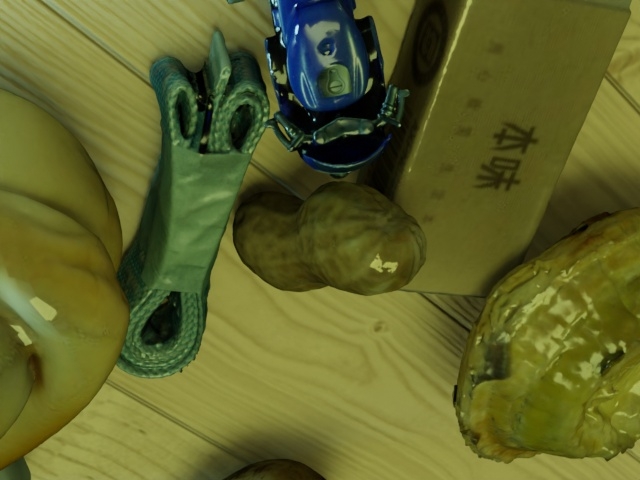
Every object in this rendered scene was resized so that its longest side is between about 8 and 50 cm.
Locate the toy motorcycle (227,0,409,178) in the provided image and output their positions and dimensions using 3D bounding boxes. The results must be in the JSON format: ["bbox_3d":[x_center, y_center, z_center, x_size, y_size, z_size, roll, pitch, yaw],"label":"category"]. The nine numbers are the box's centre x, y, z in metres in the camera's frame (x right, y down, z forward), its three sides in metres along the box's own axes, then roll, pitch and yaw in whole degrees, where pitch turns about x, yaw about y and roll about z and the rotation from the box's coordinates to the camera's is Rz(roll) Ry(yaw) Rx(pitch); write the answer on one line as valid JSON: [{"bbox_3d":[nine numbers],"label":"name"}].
[{"bbox_3d":[-0.003,-0.154,0.809,0.113,0.169,0.315,-14,128,-3],"label":"toy motorcycle"}]

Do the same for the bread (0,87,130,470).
[{"bbox_3d":[-0.344,0.060,0.826,0.424,0.245,0.329,-23,127,-2],"label":"bread"}]

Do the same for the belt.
[{"bbox_3d":[-0.112,-0.020,0.938,0.087,0.072,0.302,9,123,-15],"label":"belt"}]

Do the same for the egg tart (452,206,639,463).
[{"bbox_3d":[0.247,0.102,1.047,0.290,0.115,0.290,-22,137,-22],"label":"egg tart"}]

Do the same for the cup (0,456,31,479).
[{"bbox_3d":[-0.327,0.193,1.025,0.128,0.095,0.129,-13,129,-2],"label":"cup"}]

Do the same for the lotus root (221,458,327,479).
[{"bbox_3d":[-0.066,0.290,1.136,0.257,0.140,0.154,-31,141,21],"label":"lotus root"}]

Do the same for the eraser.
[{"bbox_3d":[0.132,-0.110,0.932,0.144,0.078,0.343,5,124,-20],"label":"eraser"}]

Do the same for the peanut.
[{"bbox_3d":[0.000,-0.002,0.927,0.193,0.089,0.089,0,143,44],"label":"peanut"}]
